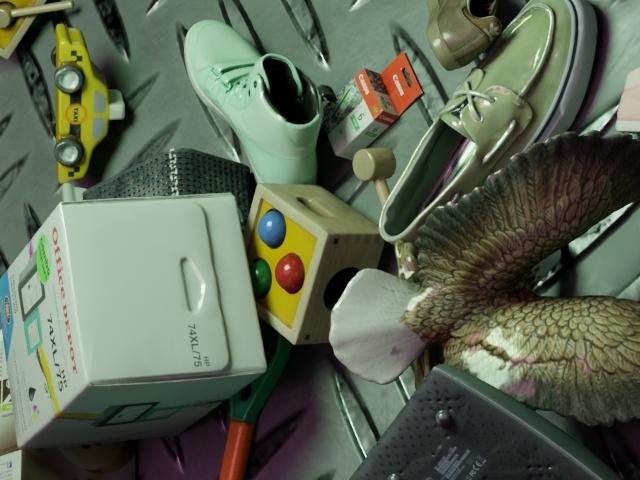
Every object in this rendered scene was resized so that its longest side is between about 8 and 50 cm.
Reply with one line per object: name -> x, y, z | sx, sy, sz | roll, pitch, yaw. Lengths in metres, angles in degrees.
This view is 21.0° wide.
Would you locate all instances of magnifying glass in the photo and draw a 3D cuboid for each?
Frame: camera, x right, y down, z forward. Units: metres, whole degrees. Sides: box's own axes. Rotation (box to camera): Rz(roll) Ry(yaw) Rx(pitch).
magnifying glass -> -0.081, 0.173, 1.876 | 0.092, 0.026, 0.230 | 5, 84, 46

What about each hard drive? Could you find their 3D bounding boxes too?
hard drive -> 0.167, 0.228, 1.489 | 0.255, 0.054, 0.172 | 36, 120, 5

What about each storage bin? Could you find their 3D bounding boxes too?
storage bin -> -0.173, -0.030, 1.952 | 0.180, 0.122, 0.084 | -21, 65, 40

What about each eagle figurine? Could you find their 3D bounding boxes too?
eagle figurine -> 0.178, 0.042, 1.537 | 0.298, 0.226, 0.225 | -12, 50, 48

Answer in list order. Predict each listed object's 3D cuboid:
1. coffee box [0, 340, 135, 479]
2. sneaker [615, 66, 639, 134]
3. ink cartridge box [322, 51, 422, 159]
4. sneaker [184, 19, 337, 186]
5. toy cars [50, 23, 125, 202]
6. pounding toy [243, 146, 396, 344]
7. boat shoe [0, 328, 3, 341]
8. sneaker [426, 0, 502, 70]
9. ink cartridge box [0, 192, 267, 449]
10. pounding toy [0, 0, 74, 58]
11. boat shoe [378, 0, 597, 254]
coffee box -> -0.310, 0.272, 1.978 | 0.119, 0.168, 0.297 | -17, 67, 43
sneaker -> 0.320, -0.127, 1.530 | 0.134, 0.051, 0.070 | 7, 90, 50
ink cartridge box -> 0.052, -0.145, 1.822 | 0.115, 0.029, 0.062 | -43, 52, 30
sneaker -> -0.065, -0.180, 1.864 | 0.256, 0.094, 0.151 | 58, 154, 28
toy cars -> -0.278, -0.069, 2.091 | 0.176, 0.087, 0.393 | 120, 147, -70
pounding toy -> 0.007, -0.001, 1.754 | 0.181, 0.094, 0.206 | 37, 118, 45
boat shoe -> -0.394, 0.218, 2.127 | 0.096, 0.098, 0.277 | 41, 107, 44
sneaker -> 0.145, -0.234, 1.709 | 0.071, 0.066, 0.188 | -25, 35, 18
ink cartridge box -> -0.207, 0.089, 1.830 | 0.270, 0.197, 0.198 | -40, 57, 58
pounding toy -> -0.413, -0.315, 2.276 | 0.130, 0.141, 0.100 | -52, 20, 23
boat shoe -> 0.162, -0.107, 1.654 | 0.109, 0.094, 0.302 | 39, 107, 44
